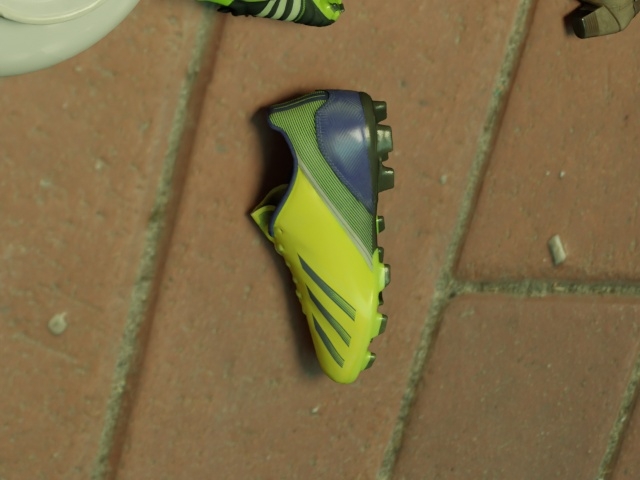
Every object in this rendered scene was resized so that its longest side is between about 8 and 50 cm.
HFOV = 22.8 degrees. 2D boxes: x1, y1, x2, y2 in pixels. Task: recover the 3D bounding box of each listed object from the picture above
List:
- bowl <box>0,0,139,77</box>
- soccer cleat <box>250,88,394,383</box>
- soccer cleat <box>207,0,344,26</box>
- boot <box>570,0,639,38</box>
[{"bbox_3d":[-0.199,-0.224,1.020,0.298,0.134,0.298,-18,124,-29],"label":"bowl"},{"bbox_3d":[0.000,-0.001,1.377,0.121,0.093,0.289,-2,123,-3],"label":"soccer cleat"},{"bbox_3d":[-0.039,-0.198,1.236,0.179,0.072,0.060,2,75,-65],"label":"soccer cleat"},{"bbox_3d":[0.263,-0.245,1.468,0.087,0.042,0.118,-34,131,-27],"label":"boot"}]
